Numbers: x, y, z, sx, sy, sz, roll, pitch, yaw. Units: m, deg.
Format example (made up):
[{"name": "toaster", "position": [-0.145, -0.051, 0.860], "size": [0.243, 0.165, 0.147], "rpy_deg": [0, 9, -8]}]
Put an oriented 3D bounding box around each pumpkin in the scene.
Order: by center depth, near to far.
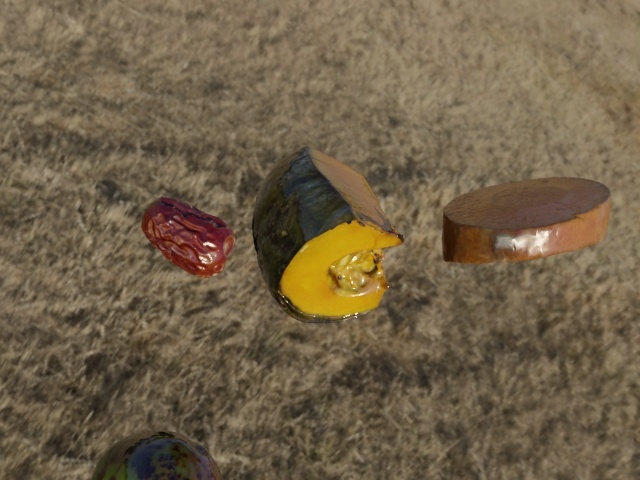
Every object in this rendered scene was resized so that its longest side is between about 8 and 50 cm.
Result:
[{"name": "pumpkin", "position": [0.000, 0.000, 1.519], "size": [0.256, 0.303, 0.225], "rpy_deg": [-1, 43, -20]}]

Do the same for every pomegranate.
[{"name": "pomegranate", "position": [-0.302, 0.470, 1.406], "size": [0.242, 0.306, 0.242], "rpy_deg": [31, 19, -12]}]

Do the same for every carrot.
[{"name": "carrot", "position": [0.310, -0.023, 1.238], "size": [0.307, 0.258, 0.100], "rpy_deg": [-35, 115, -63]}]

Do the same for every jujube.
[{"name": "jujube", "position": [-0.317, -0.012, 1.957], "size": [0.230, 0.155, 0.155], "rpy_deg": [32, 34, 3]}]
